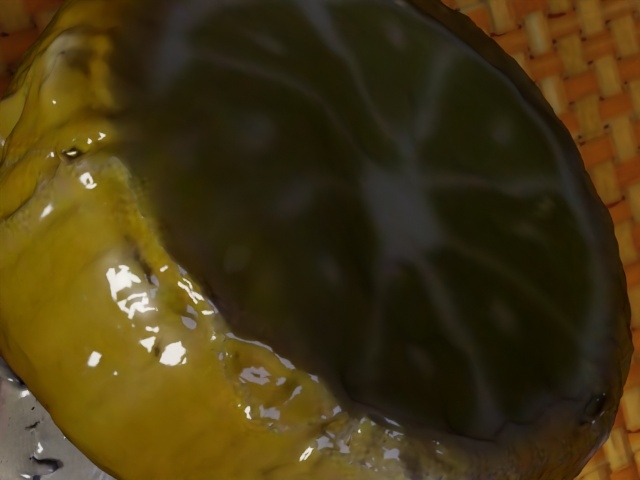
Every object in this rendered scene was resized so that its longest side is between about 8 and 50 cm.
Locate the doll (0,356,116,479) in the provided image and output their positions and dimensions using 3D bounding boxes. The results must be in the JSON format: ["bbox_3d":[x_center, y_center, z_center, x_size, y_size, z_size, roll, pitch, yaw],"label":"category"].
[{"bbox_3d":[-0.059,0.089,0.655,0.192,0.095,0.149,7,92,-27],"label":"doll"}]

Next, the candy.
[{"bbox_3d":[0.000,0.000,0.613,0.260,0.118,0.260,24,46,-27],"label":"candy"}]
